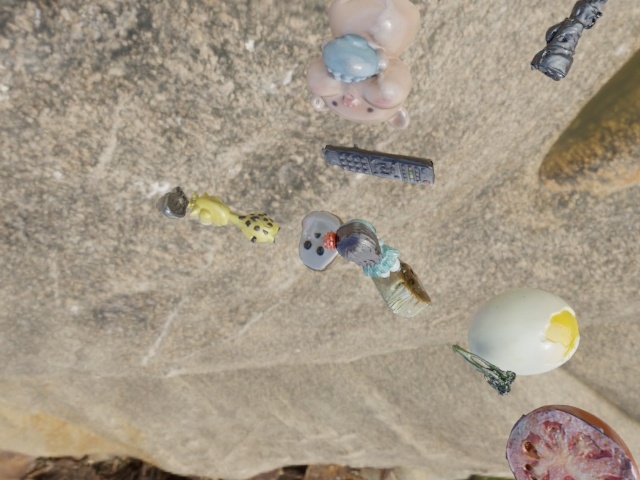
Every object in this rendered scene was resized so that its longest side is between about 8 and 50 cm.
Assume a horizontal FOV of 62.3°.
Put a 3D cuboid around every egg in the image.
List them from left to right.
[{"bbox_3d":[0.641,0.295,1.707,0.345,0.283,0.283,-8,150,-12],"label":"egg"}]

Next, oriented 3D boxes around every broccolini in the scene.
[{"bbox_3d":[0.443,0.341,1.446,0.201,0.074,0.058,38,175,8],"label":"broccolini"}]

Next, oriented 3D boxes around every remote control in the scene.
[{"bbox_3d":[0.205,-0.270,1.841,0.398,0.062,0.144,13,160,20],"label":"remote control"}]

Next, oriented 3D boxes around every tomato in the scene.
[{"bbox_3d":[0.453,0.389,0.954,0.085,0.225,0.225,-23,170,-45],"label":"tomato"}]

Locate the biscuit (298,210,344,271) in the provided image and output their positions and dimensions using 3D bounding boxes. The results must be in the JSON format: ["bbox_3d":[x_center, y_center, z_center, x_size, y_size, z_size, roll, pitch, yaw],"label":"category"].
[{"bbox_3d":[0.000,0.000,1.770,0.181,0.208,0.049,8,173,34],"label":"biscuit"}]

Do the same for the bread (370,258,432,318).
[{"bbox_3d":[0.277,0.150,1.821,0.110,0.210,0.192,-41,140,20],"label":"bread"}]

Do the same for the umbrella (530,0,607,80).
[{"bbox_3d":[0.521,-0.442,1.095,0.080,0.224,0.071,31,-173,2],"label":"umbrella"}]

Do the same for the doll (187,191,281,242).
[{"bbox_3d":[-0.263,-0.065,1.596,0.291,0.117,0.086,20,134,0],"label":"doll"}]

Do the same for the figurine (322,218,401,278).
[{"bbox_3d":[0.125,0.033,1.451,0.138,0.110,0.245,-33,135,20],"label":"figurine"}]

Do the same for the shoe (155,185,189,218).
[{"bbox_3d":[-0.417,-0.093,1.453,0.077,0.194,0.074,-25,109,3],"label":"shoe"}]

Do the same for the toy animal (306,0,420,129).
[{"bbox_3d":[0.084,-0.357,1.023,0.210,0.221,0.229,14,165,18],"label":"toy animal"}]
